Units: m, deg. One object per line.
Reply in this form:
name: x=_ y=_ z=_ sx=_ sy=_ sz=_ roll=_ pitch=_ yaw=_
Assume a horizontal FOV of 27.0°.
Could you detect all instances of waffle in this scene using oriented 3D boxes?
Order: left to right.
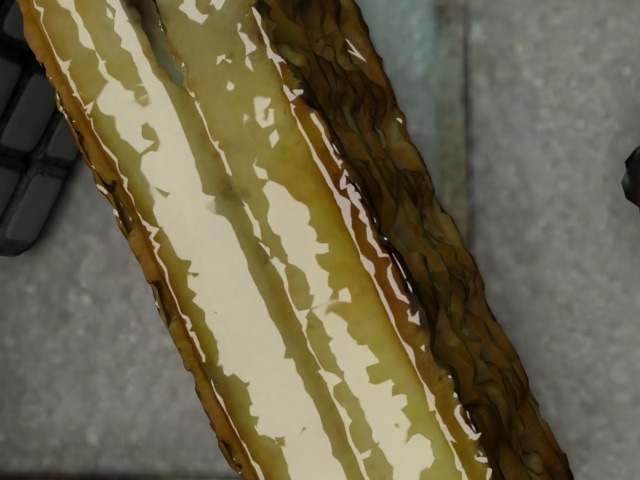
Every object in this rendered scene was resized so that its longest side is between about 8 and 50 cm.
waffle: x=-0.001 y=0.001 z=0.531 sx=0.091 sy=0.213 sz=0.308 roll=-27 pitch=85 yaw=13

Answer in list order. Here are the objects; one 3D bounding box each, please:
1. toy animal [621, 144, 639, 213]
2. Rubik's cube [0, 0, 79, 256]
toy animal: x=0.222 y=-0.066 z=0.518 sx=0.169 sy=0.195 sz=0.281 roll=35 pitch=92 yaw=-30
Rubik's cube: x=-0.213 y=-0.146 z=0.563 sx=0.237 sy=0.238 sz=0.237 roll=26 pitch=94 yaw=12
